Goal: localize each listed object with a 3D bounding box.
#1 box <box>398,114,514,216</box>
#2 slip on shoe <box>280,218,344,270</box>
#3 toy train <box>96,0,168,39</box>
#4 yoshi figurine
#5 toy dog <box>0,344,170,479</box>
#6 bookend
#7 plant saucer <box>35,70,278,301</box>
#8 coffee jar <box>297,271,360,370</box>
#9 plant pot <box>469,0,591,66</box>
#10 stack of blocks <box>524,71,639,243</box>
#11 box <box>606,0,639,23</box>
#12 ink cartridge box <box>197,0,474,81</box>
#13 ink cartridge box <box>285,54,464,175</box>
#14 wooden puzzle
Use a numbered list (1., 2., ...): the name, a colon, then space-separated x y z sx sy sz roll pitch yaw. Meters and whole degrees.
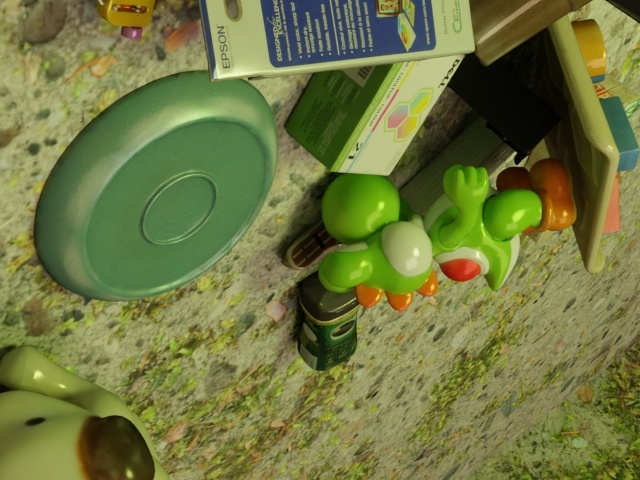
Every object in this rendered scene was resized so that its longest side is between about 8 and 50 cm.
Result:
1. box: 0.205 -0.100 1.507 0.324 0.067 0.063 -44 152 -3
2. slip on shoe: 0.000 0.000 1.399 0.135 0.051 0.041 -39 -168 -28
3. toy train: -0.166 -0.251 0.855 0.125 0.046 0.166 -56 149 0
4. yoshi figurine: 0.153 -0.046 1.353 0.362 0.203 0.203 -18 133 -17
5. toy dog: -0.299 0.312 1.071 0.284 0.395 0.408 -26 156 -15
6. bookend: 0.256 -0.192 1.398 0.072 0.157 0.156 -47 176 4
7. plant saucer: -0.168 -0.045 1.107 0.317 0.044 0.317 -31 146 -24
8. coffee jar: 0.014 0.121 1.530 0.096 0.079 0.184 -27 148 -24
9. plant pot: 0.226 -0.308 1.169 0.165 0.167 0.167 -37 153 14
10. stack of blocks: 0.459 -0.152 1.746 0.171 0.087 0.297 -25 145 -32
11. box: 0.412 -0.399 1.296 0.108 0.153 0.207 -47 151 4
12. ink cartridge box: 0.010 -0.256 0.956 0.371 0.069 0.176 -16 101 -44
13. ink cartridge box: 0.104 -0.183 1.236 0.255 0.097 0.189 0 128 -52
14. wooden puzzle: 0.378 -0.167 1.395 0.080 0.322 0.348 -12 148 7
